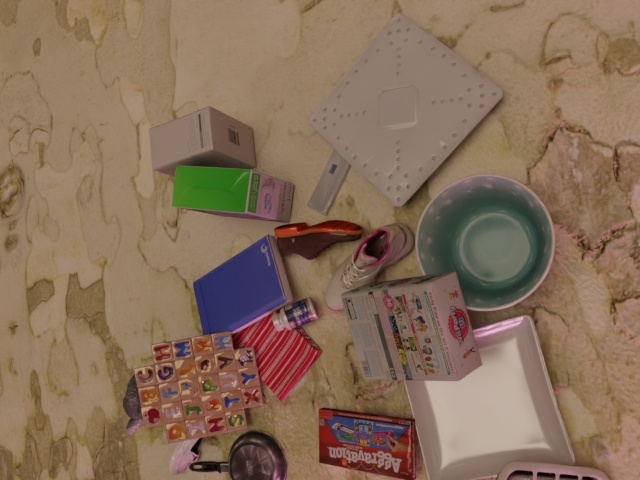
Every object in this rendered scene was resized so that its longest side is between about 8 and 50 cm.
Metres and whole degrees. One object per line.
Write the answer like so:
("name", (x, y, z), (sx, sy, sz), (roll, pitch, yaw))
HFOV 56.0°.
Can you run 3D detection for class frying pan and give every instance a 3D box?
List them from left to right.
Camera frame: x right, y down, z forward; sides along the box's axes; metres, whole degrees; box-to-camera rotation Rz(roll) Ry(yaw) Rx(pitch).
("frying pan", (-0.242, 0.629, 1.737), (0.326, 0.053, 0.197), (13, 89, 25))

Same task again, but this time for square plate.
("square plate", (0.384, 0.385, 1.440), (0.347, 0.049, 0.344), (-19, 76, 24))

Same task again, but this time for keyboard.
("keyboard", (0.044, -0.199, 1.710), (0.072, 0.014, 0.256), (30, 97, 32))

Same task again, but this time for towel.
("towel", (-0.145, 0.297, 1.734), (0.275, 0.031, 0.199), (43, 104, 25))

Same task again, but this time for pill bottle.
("pill bottle", (-0.071, 0.208, 1.667), (0.120, 0.067, 0.067), (-22, 73, 3))

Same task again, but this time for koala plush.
("koala plush", (-0.530, 0.486, 1.834), (0.221, 0.203, 0.196), (-29, 60, 42))

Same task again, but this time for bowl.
("bowl", (0.395, 0.010, 1.416), (0.311, 0.163, 0.312), (-3, 83, 27))

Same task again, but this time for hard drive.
("hard drive", (-0.236, 0.149, 1.763), (0.318, 0.040, 0.210), (-31, 62, 26))

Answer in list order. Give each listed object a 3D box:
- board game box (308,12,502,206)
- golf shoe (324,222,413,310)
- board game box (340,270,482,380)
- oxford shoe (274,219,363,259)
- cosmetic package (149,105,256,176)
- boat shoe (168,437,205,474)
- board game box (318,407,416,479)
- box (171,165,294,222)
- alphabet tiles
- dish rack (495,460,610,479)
("board game box", (0.215, -0.348, 1.607), (0.390, 0.050, 0.390), (-48, 66, 11))
("golf shoe", (0.104, 0.066, 1.574), (0.306, 0.140, 0.115), (-49, 67, 15))
("board game box", (0.202, 0.206, 1.409), (0.303, 0.097, 0.224), (-13, 93, 51))
("oxford shoe", (0.000, 0.000, 1.674), (0.271, 0.097, 0.099), (-2, 103, 32))
("cosmetic package", (-0.349, -0.275, 1.799), (0.224, 0.224, 0.138), (-12, 78, 26))
("boat shoe", (-0.391, 0.630, 1.807), (0.063, 0.066, 0.184), (28, 87, 28))
("board game box", (0.114, 0.519, 1.548), (0.281, 0.027, 0.145), (-5, 84, 36))
("box", (-0.247, -0.134, 1.726), (0.261, 0.231, 0.127), (6, 87, 27))
("alphabet tiles", (-0.345, 0.417, 1.713), (0.342, 0.011, 0.285), (-10, 89, -4))
("dish rack", (0.479, 0.642, 1.260), (0.285, 0.072, 0.333), (10, 72, -14))
